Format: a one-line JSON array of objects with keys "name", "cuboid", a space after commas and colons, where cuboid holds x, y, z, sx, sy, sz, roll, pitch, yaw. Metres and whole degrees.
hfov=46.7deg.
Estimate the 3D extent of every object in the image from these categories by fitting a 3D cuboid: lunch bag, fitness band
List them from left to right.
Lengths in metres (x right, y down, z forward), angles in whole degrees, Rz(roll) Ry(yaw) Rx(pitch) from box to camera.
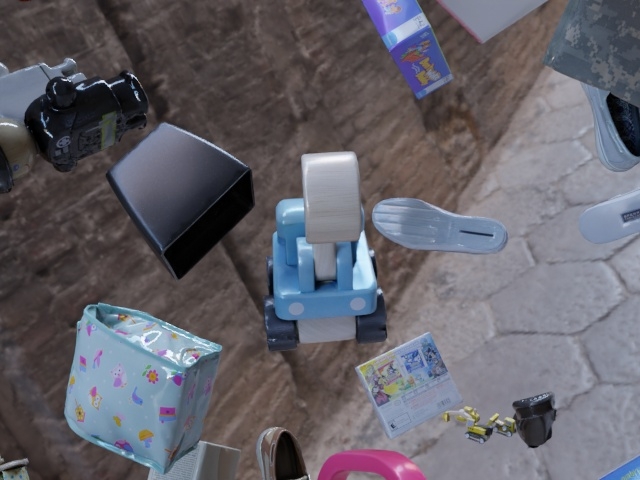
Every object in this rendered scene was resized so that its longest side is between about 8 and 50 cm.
[{"name": "lunch bag", "cuboid": [-0.333, 0.253, 1.323, 0.262, 0.224, 0.160, 19, 15, 19]}, {"name": "fitness band", "cuboid": [0.077, 0.408, 1.066, 0.054, 0.209, 0.291, 3, -14, -28]}, {"name": "lunch bag", "cuboid": [0.465, -0.275, 0.952, 0.235, 0.169, 0.287, 33, 40, 21]}]

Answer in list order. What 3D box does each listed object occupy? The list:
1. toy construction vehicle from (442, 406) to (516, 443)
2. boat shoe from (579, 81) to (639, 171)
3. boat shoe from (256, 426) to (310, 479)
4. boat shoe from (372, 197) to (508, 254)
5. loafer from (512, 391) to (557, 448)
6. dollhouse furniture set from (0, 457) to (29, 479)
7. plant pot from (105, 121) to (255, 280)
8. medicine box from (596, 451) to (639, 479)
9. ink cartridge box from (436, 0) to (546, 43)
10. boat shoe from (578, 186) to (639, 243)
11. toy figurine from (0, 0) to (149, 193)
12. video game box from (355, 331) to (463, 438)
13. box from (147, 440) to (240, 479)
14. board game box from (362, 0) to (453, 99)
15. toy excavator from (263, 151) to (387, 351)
[{"name": "toy construction vehicle", "cuboid": [0.256, 0.289, 1.187, 0.098, 0.035, 0.086, 15, 14, 34]}, {"name": "boat shoe", "cuboid": [0.439, -0.217, 1.089, 0.079, 0.228, 0.081, -9, -5, -10]}, {"name": "boat shoe", "cuboid": [-0.080, 0.630, 1.865, 0.123, 0.325, 0.116, -10, -17, -31]}, {"name": "boat shoe", "cuboid": [0.197, -0.011, 1.233, 0.226, 0.076, 0.083, 16, 79, 19]}, {"name": "loafer", "cuboid": [0.410, 0.342, 1.389, 0.080, 0.220, 0.078, -17, 63, 7]}, {"name": "dollhouse furniture set", "cuboid": [-0.516, 0.371, 1.087, 0.101, 0.182, 0.161, -35, -19, 30]}, {"name": "plant pot", "cuboid": [-0.230, -0.074, 1.181, 0.187, 0.167, 0.188, -46, -8, -14]}, {"name": "medicine box", "cuboid": [0.706, 0.494, 1.341, 0.263, 0.289, 0.149, -41, -25, 21]}, {"name": "ink cartridge box", "cuboid": [0.068, -0.258, 0.474, 0.092, 0.218, 0.158, -30, -25, 26]}, {"name": "boat shoe", "cuboid": [0.601, -0.058, 1.322, 0.267, 0.096, 0.088, -21, 5, 34]}, {"name": "toy figurine", "cuboid": [-0.257, -0.156, 0.583, 0.148, 0.213, 0.209, -30, 32, -27]}, {"name": "video game box", "cuboid": [0.213, 0.348, 1.788, 0.205, 0.187, 0.048, -23, -6, -15]}, {"name": "box", "cuboid": [-0.284, 0.570, 1.521, 0.147, 0.121, 0.311, 0, 69, 36]}, {"name": "board game box", "cuboid": [0.110, -0.450, 1.328, 0.078, 0.347, 0.233, -29, -17, 13]}, {"name": "toy excavator", "cuboid": [0.000, 0.000, 1.277, 0.222, 0.445, 0.433, -5, 30, -2]}]
